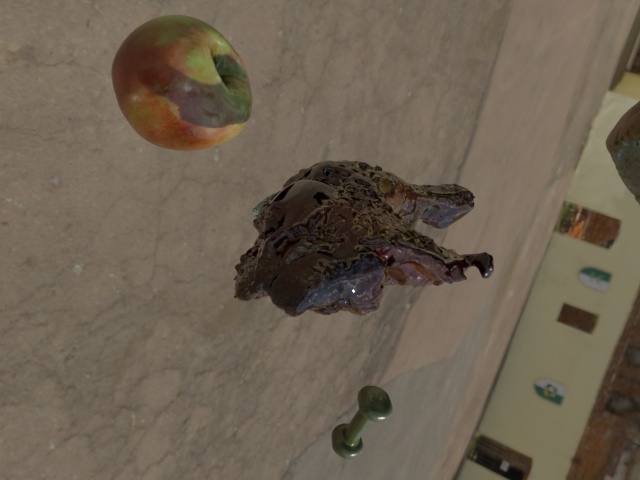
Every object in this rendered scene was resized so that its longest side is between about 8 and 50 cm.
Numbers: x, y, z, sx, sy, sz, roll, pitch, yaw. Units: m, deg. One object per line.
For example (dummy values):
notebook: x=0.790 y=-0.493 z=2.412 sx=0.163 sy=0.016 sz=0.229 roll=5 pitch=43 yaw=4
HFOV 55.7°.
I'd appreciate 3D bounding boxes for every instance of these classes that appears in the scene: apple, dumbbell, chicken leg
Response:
apple: x=-0.329 y=-0.359 z=1.425 sx=0.319 sy=0.277 sz=0.319 roll=47 pitch=31 yaw=-40
dumbbell: x=0.054 y=0.247 z=0.822 sx=0.052 sy=0.046 sz=0.118 roll=-102 pitch=-150 yaw=-46
chicken leg: x=0.040 y=-0.013 z=0.469 sx=0.322 sy=0.177 sz=0.083 roll=-56 pitch=155 yaw=-72

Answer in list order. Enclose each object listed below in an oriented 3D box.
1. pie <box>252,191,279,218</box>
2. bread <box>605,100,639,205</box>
pie: x=0.007 y=0.002 z=1.213 sx=0.302 sy=0.302 sz=0.067 roll=-30 pitch=155 yaw=-55
bread: x=0.551 y=-0.124 z=0.801 sx=0.250 sy=0.278 sz=0.225 roll=-78 pitch=148 yaw=-78
